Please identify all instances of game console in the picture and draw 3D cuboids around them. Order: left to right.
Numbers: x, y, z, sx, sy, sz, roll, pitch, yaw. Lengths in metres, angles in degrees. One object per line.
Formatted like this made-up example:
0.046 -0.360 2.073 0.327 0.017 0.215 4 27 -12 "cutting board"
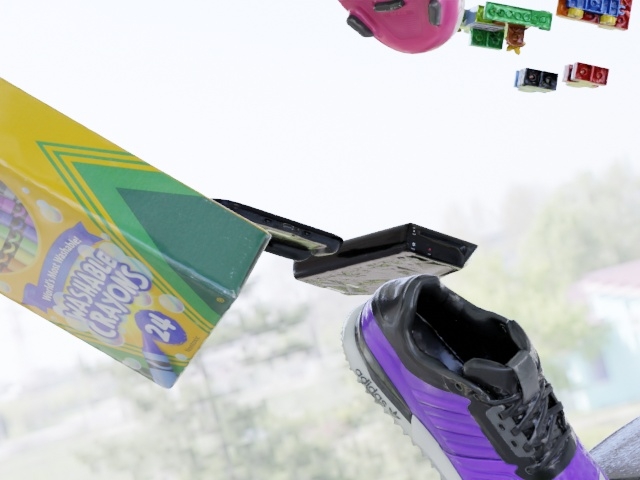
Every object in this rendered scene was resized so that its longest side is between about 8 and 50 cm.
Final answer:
0.000 0.000 2.145 0.361 0.044 0.213 17 -22 -38 "game console"

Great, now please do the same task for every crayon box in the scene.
-0.228 -0.013 1.585 0.083 0.323 0.203 -62 5 -35 "crayon box"

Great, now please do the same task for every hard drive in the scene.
0.378 0.239 1.982 0.254 0.054 0.172 -27 9 -42 "hard drive"

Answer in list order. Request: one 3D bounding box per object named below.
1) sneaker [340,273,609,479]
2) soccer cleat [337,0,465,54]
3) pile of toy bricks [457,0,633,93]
0.149 0.141 1.470 0.102 0.293 0.146 -45 -3 -34 "sneaker"
0.025 -0.293 1.256 0.116 0.331 0.143 -10 32 39 "soccer cleat"
0.162 -0.195 1.605 0.212 0.118 0.105 11 -3 -13 "pile of toy bricks"
